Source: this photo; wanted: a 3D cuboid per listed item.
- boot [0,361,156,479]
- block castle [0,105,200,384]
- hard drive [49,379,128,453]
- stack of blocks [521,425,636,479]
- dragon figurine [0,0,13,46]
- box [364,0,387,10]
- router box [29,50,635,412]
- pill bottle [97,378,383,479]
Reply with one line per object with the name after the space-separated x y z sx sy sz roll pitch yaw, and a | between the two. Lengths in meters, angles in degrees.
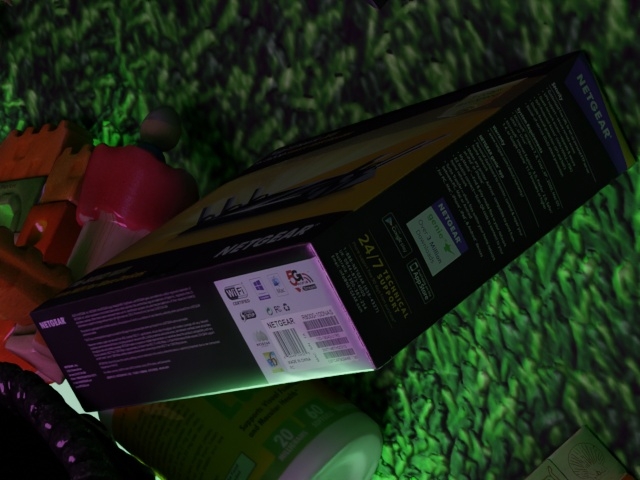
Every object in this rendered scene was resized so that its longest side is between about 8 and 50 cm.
-0.224 0.163 1.240 0.348 0.131 0.260 19 166 33 | boot
-0.327 -0.050 1.342 0.303 0.213 0.453 36 155 -34 | block castle
-0.248 0.103 1.600 0.318 0.040 0.210 -13 108 52 | hard drive
0.152 0.277 1.249 0.171 0.087 0.297 47 143 10 | stack of blocks
-0.281 -0.253 1.318 0.144 0.085 0.289 20 133 38 | dragon figurine
0.029 -0.217 0.880 0.077 0.147 0.180 41 -177 18 | box
0.000 0.000 1.071 0.309 0.243 0.081 -14 107 51 | router box
-0.084 0.127 1.355 0.245 0.136 0.136 36 140 24 | pill bottle
